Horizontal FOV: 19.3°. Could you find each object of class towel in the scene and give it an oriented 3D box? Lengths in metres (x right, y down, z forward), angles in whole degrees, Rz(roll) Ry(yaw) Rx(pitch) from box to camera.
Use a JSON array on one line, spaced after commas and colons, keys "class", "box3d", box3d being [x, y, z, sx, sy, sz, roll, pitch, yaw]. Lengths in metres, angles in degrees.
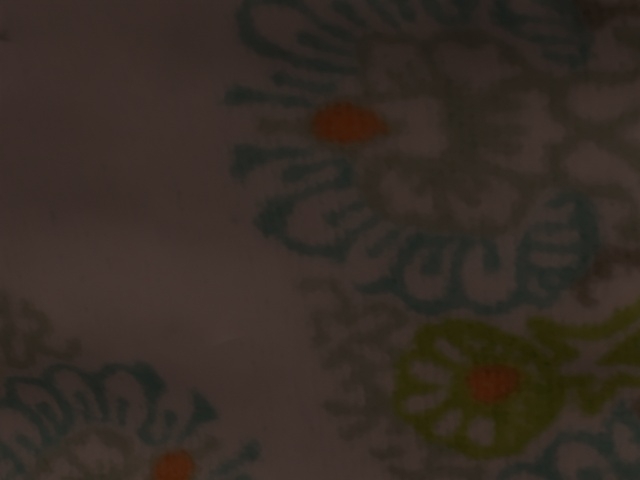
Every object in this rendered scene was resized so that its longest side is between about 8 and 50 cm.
[{"class": "towel", "box3d": [0.000, 0.000, 0.475, 0.374, 0.320, 0.090, 8, 36, 21]}]
